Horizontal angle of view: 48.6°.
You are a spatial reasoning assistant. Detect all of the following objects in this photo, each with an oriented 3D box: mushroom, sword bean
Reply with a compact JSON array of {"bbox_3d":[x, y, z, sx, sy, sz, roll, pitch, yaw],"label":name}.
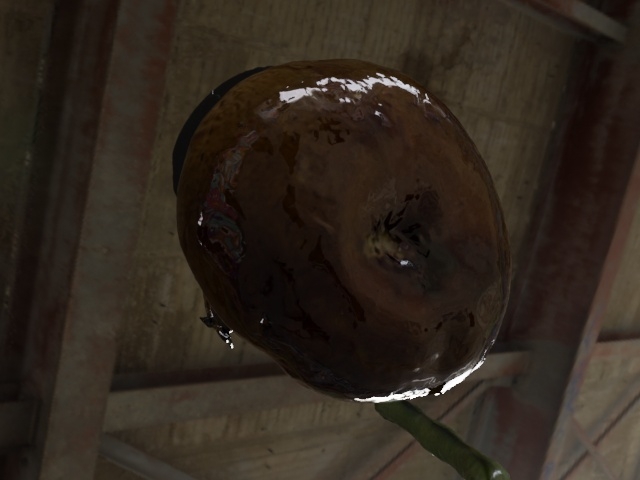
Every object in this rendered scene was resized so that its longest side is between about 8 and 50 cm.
[{"bbox_3d":[0.010,-0.016,0.555,0.267,0.255,0.267,-21,-59,-39],"label":"mushroom"},{"bbox_3d":[0.117,0.200,0.715,0.043,0.269,0.038,-2,-87,-14],"label":"sword bean"}]

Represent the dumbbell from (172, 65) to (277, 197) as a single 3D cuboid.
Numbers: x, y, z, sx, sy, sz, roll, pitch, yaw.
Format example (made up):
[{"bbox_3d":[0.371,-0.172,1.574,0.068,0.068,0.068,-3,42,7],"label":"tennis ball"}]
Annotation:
[{"bbox_3d":[-0.013,-0.043,0.796,0.185,0.185,0.388,-58,-36,-8],"label":"dumbbell"}]
